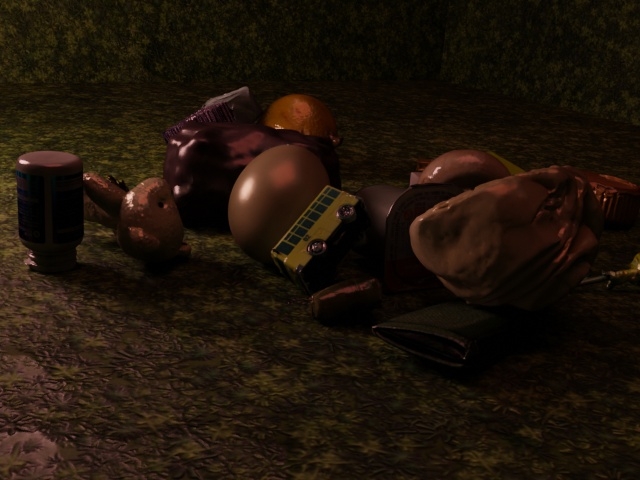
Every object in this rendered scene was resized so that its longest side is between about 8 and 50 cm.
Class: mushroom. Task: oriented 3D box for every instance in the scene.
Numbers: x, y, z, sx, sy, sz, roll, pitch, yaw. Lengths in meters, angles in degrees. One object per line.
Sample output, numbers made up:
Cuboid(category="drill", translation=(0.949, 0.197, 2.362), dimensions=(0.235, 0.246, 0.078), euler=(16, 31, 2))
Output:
Cuboid(category="mushroom", translation=(0.290, -0.089, 1.722), dimensions=(0.206, 0.206, 0.209), euler=(13, 26, 24))

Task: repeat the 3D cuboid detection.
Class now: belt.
Cuboid(category="belt", translation=(-0.288, -0.310, 2.214), dimensions=(0.260, 0.122, 0.325), euler=(-26, 10, 10))

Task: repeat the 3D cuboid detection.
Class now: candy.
Cuboid(category="candy", translation=(0.532, 0.069, 1.528), dimensions=(0.262, 0.077, 0.073), euler=(-10, 43, -15))

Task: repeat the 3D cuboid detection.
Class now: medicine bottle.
Cuboid(category="medicine bottle", translation=(-0.455, -0.048, 1.408), dimensions=(0.107, 0.191, 0.107), euler=(4, 19, -1))

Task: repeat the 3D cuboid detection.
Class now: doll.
Cuboid(category="doll", translation=(-0.358, -0.064, 1.497), dimensions=(0.278, 0.149, 0.175), euler=(24, 6, 22))

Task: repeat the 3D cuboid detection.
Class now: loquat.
Cuboid(category="loquat", translation=(-0.046, -0.276, 2.197), dimensions=(0.246, 0.213, 0.213), euler=(16, 21, 30))

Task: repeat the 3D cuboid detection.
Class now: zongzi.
Cuboid(category="zongzi", translation=(0.018, 0.101, 1.338), dimensions=(0.154, 0.062, 0.130), euler=(-15, 1, -9))

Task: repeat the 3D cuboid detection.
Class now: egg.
Cuboid(category="egg", translation=(-0.072, -0.069, 1.532), dimensions=(0.186, 0.186, 0.241), euler=(8, 59, 10))

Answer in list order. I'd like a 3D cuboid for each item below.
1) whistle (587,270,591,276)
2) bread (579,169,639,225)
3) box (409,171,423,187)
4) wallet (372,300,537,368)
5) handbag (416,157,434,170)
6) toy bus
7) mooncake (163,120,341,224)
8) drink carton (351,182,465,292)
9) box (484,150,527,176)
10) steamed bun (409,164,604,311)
Cuboid(category="whistle", translation=(0.523, 0.029, 1.665), dimensions=(0.039, 0.039, 0.186), euler=(10, 19, 15))
Cuboid(category="bread", translation=(0.665, -0.100, 1.992), dimensions=(0.199, 0.104, 0.199), euler=(9, 17, -3))
Cuboid(category="box", translation=(0.348, -0.119, 2.028), dimensions=(0.233, 0.067, 0.149), euler=(0, 21, -11))
Cuboid(category="wallet", translation=(0.204, 0.134, 1.246), dimensions=(0.160, 0.055, 0.236), euler=(15, 13, 35))
Cuboid(category="handbag", translation=(0.306, -0.217, 2.373), dimensions=(0.061, 0.027, 0.083), euler=(7, 17, 10))
Cuboid(category="toy bus", translation=(0.000, 0.000, 1.410), dimensions=(0.101, 0.088, 0.175), euler=(27, 67, 33))
Cuboid(category="mooncake", translation=(-0.143, -0.143, 1.780), dimensions=(0.381, 0.212, 0.350), euler=(4, 12, -10))
Cuboid(category="drink carton", translation=(0.156, -0.024, 1.523), dimensions=(0.185, 0.191, 0.189), euler=(-6, 14, -23))
Cuboid(category="box", translation=(0.439, -0.100, 1.885), dimensions=(0.187, 0.047, 0.335), euler=(-16, 40, -35))
Cuboid(category="steamed bun", translation=(0.309, 0.012, 1.311), dimensions=(0.276, 0.203, 0.289), euler=(-23, -9, 26))
